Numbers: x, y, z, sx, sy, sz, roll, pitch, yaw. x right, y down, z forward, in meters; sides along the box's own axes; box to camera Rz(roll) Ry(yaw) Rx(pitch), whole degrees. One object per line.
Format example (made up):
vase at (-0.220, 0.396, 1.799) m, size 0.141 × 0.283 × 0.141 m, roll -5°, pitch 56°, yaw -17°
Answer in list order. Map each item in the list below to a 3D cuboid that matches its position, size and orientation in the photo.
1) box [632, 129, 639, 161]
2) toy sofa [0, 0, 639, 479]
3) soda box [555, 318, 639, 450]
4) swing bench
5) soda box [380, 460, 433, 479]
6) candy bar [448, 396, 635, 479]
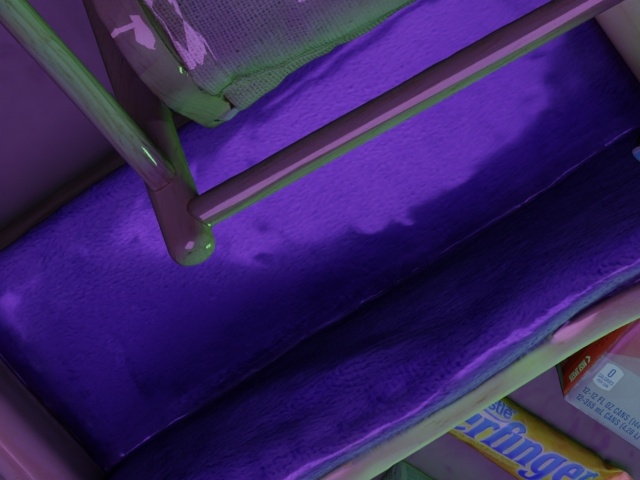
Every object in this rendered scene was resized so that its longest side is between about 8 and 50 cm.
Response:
box at (0.212, -0.124, 0.767) m, size 0.060 × 0.244 × 0.100 m, roll 36°, pitch 151°, yaw -16°
toy sofa at (0.000, 0.000, 0.860) m, size 0.362 × 0.177 × 0.150 m, roll -33°, pitch 112°, yaw 14°
soda box at (0.239, 0.095, 0.959) m, size 0.263 × 0.083 × 0.092 m, roll 34°, pitch 110°, yaw -15°
swing bench at (-0.006, -0.174, 0.755) m, size 0.253 × 0.254 × 0.165 m, roll -28°, pitch 133°, yaw 13°
soda box at (0.106, 0.207, 1.016) m, size 0.216 × 0.069 × 0.074 m, roll 34°, pitch 110°, yaw -14°
candy bar at (0.086, 0.094, 0.991) m, size 0.161 × 0.018 × 0.040 m, roll 34°, pitch 110°, yaw -16°
